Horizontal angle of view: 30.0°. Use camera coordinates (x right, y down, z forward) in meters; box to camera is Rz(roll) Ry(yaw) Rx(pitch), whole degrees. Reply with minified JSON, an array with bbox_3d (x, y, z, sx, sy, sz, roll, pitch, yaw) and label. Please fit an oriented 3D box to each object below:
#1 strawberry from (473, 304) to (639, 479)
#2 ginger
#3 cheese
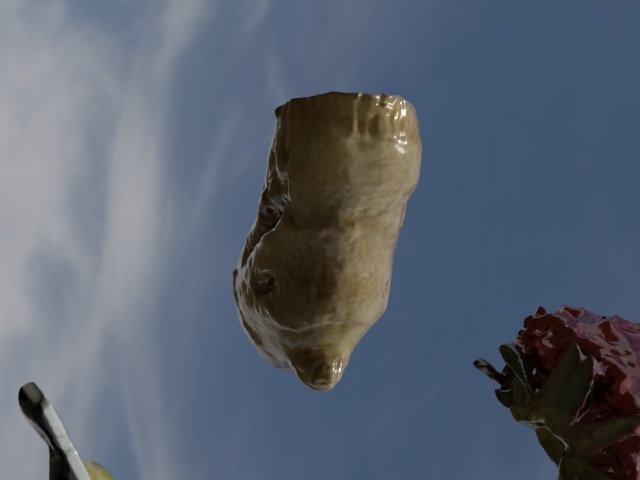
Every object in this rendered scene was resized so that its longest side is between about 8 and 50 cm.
[{"bbox_3d":[0.216,0.099,0.757,0.087,0.208,0.167,-45,-114,45],"label":"strawberry"},{"bbox_3d":[0.000,0.000,0.968,0.354,0.126,0.190,103,-14,-49],"label":"ginger"},{"bbox_3d":[-0.129,0.143,0.661,0.036,0.162,0.086,-30,-146,-15],"label":"cheese"}]
